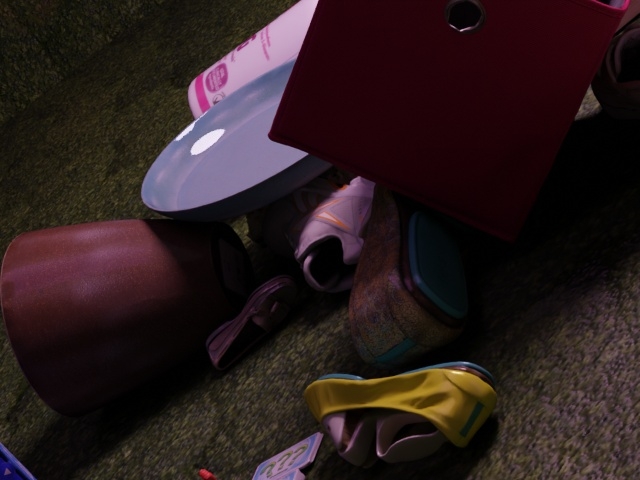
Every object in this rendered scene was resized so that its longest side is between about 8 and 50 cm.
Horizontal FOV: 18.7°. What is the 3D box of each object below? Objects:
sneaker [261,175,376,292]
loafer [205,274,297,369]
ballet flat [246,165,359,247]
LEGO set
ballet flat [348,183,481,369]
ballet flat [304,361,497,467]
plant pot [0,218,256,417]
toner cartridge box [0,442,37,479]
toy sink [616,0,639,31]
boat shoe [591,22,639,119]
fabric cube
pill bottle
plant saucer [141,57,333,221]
[{"bbox_3d":[0.000,0.000,2.018,0.121,0.099,0.262,-55,21,-24],"label":"sneaker"},{"bbox_3d":[-0.068,0.089,2.040,0.125,0.045,0.039,-42,34,17],"label":"loafer"},{"bbox_3d":[-0.005,-0.059,2.158,0.091,0.077,0.241,-7,-12,-46],"label":"ballet flat"},{"bbox_3d":[-0.122,0.256,1.731,0.244,0.060,0.182,-31,17,29],"label":"LEGO set"},{"bbox_3d":[0.083,0.004,1.819,0.123,0.123,0.348,-33,21,23],"label":"ballet flat"},{"bbox_3d":[0.053,0.149,1.609,0.231,0.077,0.077,-13,49,52],"label":"ballet flat"},{"bbox_3d":[-0.195,0.062,2.136,0.230,0.215,0.215,-17,26,19],"label":"plant pot"},{"bbox_3d":[-0.449,0.342,2.013,0.348,0.165,0.075,-43,18,-7],"label":"toner cartridge box"},{"bbox_3d":[0.303,-0.336,2.118,0.153,0.131,0.234,-39,18,6],"label":"toy sink"},{"bbox_3d":[0.303,-0.162,1.789,0.095,0.084,0.258,-43,18,-5],"label":"boat shoe"},{"bbox_3d":[0.132,-0.202,1.787,0.259,0.254,0.258,-63,-4,-55],"label":"fabric cube"},{"bbox_3d":[-0.010,-0.208,2.408,0.283,0.160,0.160,-34,19,19],"label":"pill bottle"},{"bbox_3d":[-0.050,-0.113,2.124,0.317,0.043,0.317,-27,23,13],"label":"plant saucer"}]
